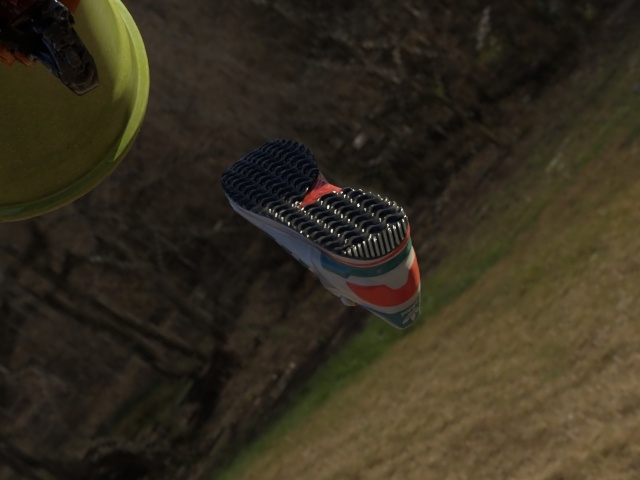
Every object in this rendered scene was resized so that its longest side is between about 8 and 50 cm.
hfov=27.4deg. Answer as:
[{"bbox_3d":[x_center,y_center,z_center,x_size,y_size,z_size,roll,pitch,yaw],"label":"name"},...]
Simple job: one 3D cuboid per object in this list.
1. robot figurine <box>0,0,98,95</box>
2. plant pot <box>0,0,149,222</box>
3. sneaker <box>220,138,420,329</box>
[{"bbox_3d":[-0.207,-0.170,0.701,0.085,0.211,0.291,-55,-4,-2],"label":"robot figurine"},{"bbox_3d":[-0.280,-0.184,1.063,0.276,0.276,0.254,-58,-5,-20],"label":"plant pot"},{"bbox_3d":[0.000,0.000,0.740,0.057,0.075,0.161,-35,36,-19],"label":"sneaker"}]
